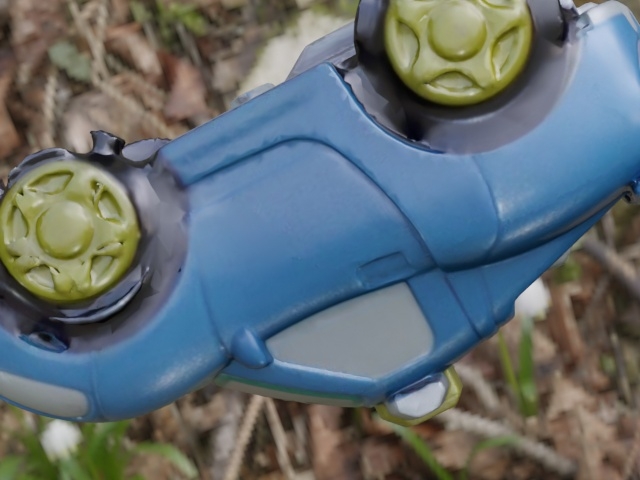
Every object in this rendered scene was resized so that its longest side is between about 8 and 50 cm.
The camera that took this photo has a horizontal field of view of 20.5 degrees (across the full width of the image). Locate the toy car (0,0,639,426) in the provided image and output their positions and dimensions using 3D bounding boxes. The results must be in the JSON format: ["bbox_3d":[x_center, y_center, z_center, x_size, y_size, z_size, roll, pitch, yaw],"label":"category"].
[{"bbox_3d":[0.000,0.000,0.714,0.314,0.166,0.198,-27,-2,5],"label":"toy car"}]
